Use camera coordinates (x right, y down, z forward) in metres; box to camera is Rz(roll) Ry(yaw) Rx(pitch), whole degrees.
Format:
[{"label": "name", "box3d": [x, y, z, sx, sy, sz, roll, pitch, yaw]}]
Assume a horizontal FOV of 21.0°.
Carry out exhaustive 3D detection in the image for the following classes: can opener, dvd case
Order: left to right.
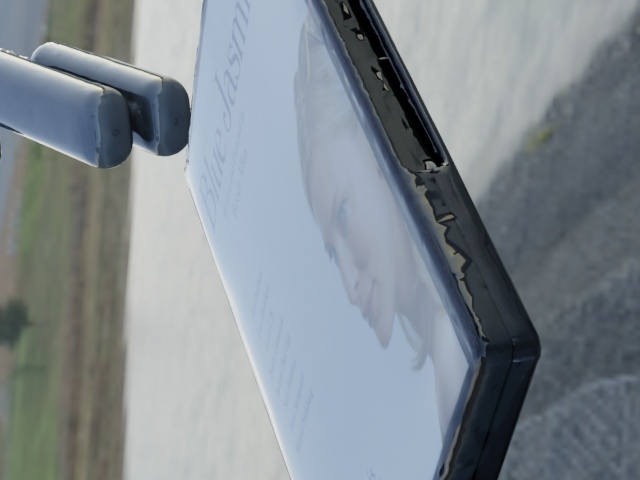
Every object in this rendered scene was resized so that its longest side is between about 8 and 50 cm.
[{"label": "can opener", "box3d": [-0.171, -0.071, 1.061, 0.283, 0.076, 0.095, 23, 120, 53]}, {"label": "dvd case", "box3d": [0.000, 0.000, 0.577, 0.180, 0.022, 0.253, 101, 156, -45]}]
